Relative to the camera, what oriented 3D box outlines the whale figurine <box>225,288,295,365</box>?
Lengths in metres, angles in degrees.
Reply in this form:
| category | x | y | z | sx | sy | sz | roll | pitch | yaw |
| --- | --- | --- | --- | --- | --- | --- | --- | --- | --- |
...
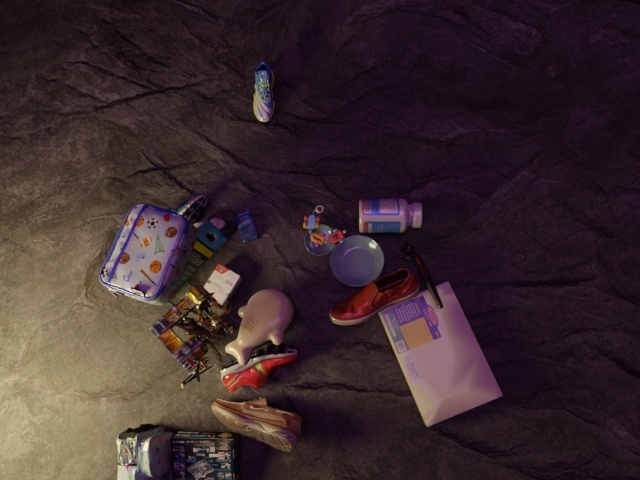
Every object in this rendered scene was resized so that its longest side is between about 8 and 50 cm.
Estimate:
| category | x | y | z | sx | sy | sz | roll | pitch | yaw |
| --- | --- | --- | --- | --- | --- | --- | --- | --- | --- |
| whale figurine | -0.198 | 0.300 | 1.472 | 0.216 | 0.141 | 0.272 | 27 | 73 | 32 |

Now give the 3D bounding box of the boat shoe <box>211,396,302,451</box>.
| category | x | y | z | sx | sy | sz | roll | pitch | yaw |
| --- | --- | --- | --- | --- | --- | --- | --- | --- | --- |
| boat shoe | -0.209 | 0.591 | 1.431 | 0.324 | 0.123 | 0.116 | 14 | 43 | 17 |

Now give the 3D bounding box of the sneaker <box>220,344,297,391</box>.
| category | x | y | z | sx | sy | sz | roll | pitch | yaw |
| --- | --- | --- | --- | --- | --- | --- | --- | --- | --- |
| sneaker | -0.202 | 0.444 | 1.480 | 0.278 | 0.107 | 0.119 | -19 | 93 | 3 |

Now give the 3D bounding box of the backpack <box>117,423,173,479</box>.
| category | x | y | z | sx | sy | sz | roll | pitch | yaw |
| --- | --- | --- | --- | --- | --- | --- | --- | --- | --- |
| backpack | -0.569 | 0.711 | 1.393 | 0.144 | 0.166 | 0.189 | 1 | 78 | 15 |

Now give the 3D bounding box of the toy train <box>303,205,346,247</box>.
| category | x | y | z | sx | sy | sz | roll | pitch | yaw |
| --- | --- | --- | --- | --- | --- | --- | --- | --- | --- |
| toy train | 0.012 | -0.040 | 1.577 | 0.125 | 0.046 | 0.166 | -34 | 78 | -5 |

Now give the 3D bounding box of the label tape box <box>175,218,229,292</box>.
| category | x | y | z | sx | sy | sz | roll | pitch | yaw |
| --- | --- | --- | --- | --- | --- | --- | --- | --- | --- |
| label tape box | -0.511 | 0.050 | 1.522 | 0.106 | 0.241 | 0.334 | 41 | 82 | 15 |

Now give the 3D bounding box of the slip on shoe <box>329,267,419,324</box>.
| category | x | y | z | sx | sy | sz | roll | pitch | yaw |
| --- | --- | --- | --- | --- | --- | --- | --- | --- | --- |
| slip on shoe | 0.179 | 0.189 | 1.473 | 0.331 | 0.123 | 0.101 | -23 | 119 | -2 |

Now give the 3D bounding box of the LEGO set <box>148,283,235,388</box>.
| category | x | y | z | sx | sy | sz | roll | pitch | yaw |
| --- | --- | --- | --- | --- | --- | --- | --- | --- | --- |
| LEGO set | -0.379 | 0.320 | 1.388 | 0.192 | 0.331 | 0.255 | 37 | 57 | 23 |

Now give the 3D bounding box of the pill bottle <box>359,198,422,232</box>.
| category | x | y | z | sx | sy | sz | roll | pitch | yaw |
| --- | --- | --- | --- | --- | --- | --- | --- | --- | --- |
| pill bottle | 0.250 | -0.089 | 1.549 | 0.221 | 0.124 | 0.125 | 1 | 76 | 5 |

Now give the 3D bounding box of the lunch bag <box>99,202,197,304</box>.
| category | x | y | z | sx | sy | sz | roll | pitch | yaw |
| --- | --- | --- | --- | --- | --- | --- | --- | --- | --- |
| lunch bag | -0.543 | 0.044 | 1.343 | 0.243 | 0.115 | 0.304 | 18 | 76 | 12 |

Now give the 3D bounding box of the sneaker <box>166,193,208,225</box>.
| category | x | y | z | sx | sy | sz | roll | pitch | yaw |
| --- | --- | --- | --- | --- | --- | --- | --- | --- | --- |
| sneaker | -0.553 | -0.089 | 1.636 | 0.275 | 0.107 | 0.110 | -40 | 67 | -6 |

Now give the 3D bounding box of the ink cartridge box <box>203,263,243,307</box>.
| category | x | y | z | sx | sy | sz | roll | pitch | yaw |
| --- | --- | --- | --- | --- | --- | --- | --- | --- | --- |
| ink cartridge box | -0.361 | 0.169 | 1.571 | 0.099 | 0.056 | 0.135 | 29 | 79 | 12 |

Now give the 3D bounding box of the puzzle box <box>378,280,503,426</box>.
| category | x | y | z | sx | sy | sz | roll | pitch | yaw |
| --- | --- | --- | --- | --- | --- | --- | --- | --- | --- |
| puzzle box | 0.395 | 0.374 | 1.453 | 0.271 | 0.052 | 0.409 | -21 | 74 | 0 |

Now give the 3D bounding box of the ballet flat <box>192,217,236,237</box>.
| category | x | y | z | sx | sy | sz | roll | pitch | yaw |
| --- | --- | --- | --- | --- | --- | --- | --- | --- | --- |
| ballet flat | -0.421 | -0.047 | 1.618 | 0.203 | 0.074 | 0.074 | -11 | 75 | 0 |

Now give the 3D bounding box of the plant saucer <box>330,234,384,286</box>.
| category | x | y | z | sx | sy | sz | roll | pitch | yaw |
| --- | --- | --- | --- | --- | --- | --- | --- | --- | --- |
| plant saucer | 0.134 | 0.077 | 1.552 | 0.194 | 0.037 | 0.195 | -4 | 67 | 10 |

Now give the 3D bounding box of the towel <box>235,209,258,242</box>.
| category | x | y | z | sx | sy | sz | roll | pitch | yaw |
| --- | --- | --- | --- | --- | --- | --- | --- | --- | --- |
| towel | -0.282 | -0.053 | 1.636 | 0.067 | 0.029 | 0.120 | -19 | 75 | 1 |

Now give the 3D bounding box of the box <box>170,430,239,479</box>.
| category | x | y | z | sx | sy | sz | roll | pitch | yaw |
| --- | --- | --- | --- | --- | --- | --- | --- | --- | --- |
| box | -0.381 | 0.725 | 1.410 | 0.220 | 0.051 | 0.175 | -1 | 91 | 5 |

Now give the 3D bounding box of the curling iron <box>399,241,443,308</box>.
| category | x | y | z | sx | sy | sz | roll | pitch | yaw |
| --- | --- | --- | --- | --- | --- | --- | --- | --- | --- |
| curling iron | 0.353 | 0.120 | 1.498 | 0.068 | 0.035 | 0.274 | -19 | 59 | -11 |

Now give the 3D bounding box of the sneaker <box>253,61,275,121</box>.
| category | x | y | z | sx | sy | sz | roll | pitch | yaw |
| --- | --- | --- | --- | --- | --- | --- | --- | --- | --- |
| sneaker | -0.236 | -0.606 | 1.725 | 0.091 | 0.126 | 0.240 | -3 | 75 | 4 |

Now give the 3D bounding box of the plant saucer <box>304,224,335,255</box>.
| category | x | y | z | sx | sy | sz | roll | pitch | yaw |
| --- | --- | --- | --- | --- | --- | --- | --- | --- | --- |
| plant saucer | 0.000 | 0.000 | 1.600 | 0.119 | 0.021 | 0.120 | -1 | 76 | 5 |
